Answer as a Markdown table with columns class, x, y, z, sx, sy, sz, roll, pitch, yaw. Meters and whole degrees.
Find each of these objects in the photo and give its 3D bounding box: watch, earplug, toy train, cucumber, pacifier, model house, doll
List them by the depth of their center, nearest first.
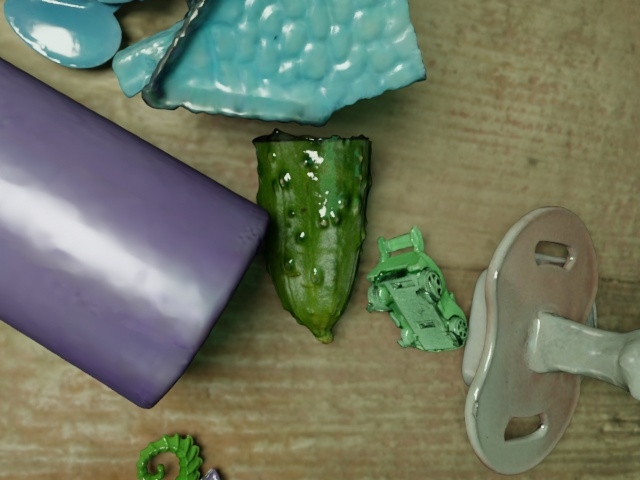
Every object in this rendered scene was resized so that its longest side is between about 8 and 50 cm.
| class | x | y | z | sx | sy | sz | roll | pitch | yaw |
| --- | --- | --- | --- | --- | --- | --- | --- | --- | --- |
| watch | -0.241 | -0.272 | 0.434 | 0.210 | 0.193 | 0.211 | -3 | 99 | -18 |
| earplug | -0.284 | -0.052 | 0.443 | 0.455 | 0.215 | 0.215 | 33 | 85 | -12 |
| model house | -0.071 | -0.230 | 0.460 | 0.240 | 0.261 | 0.226 | -23 | 120 | 3 |
| cucumber | -0.004 | 0.000 | 0.567 | 0.134 | 0.134 | 0.245 | -5 | 100 | -15 |
| doll | -0.169 | 0.311 | 0.575 | 0.115 | 0.050 | 0.191 | 5 | 91 | -23 |
| pacifier | 0.280 | 0.126 | 0.604 | 0.220 | 0.273 | 0.333 | 9 | 91 | 0 |
| toy train | 0.120 | 0.067 | 0.620 | 0.149 | 0.099 | 0.081 | 51 | 46 | -19 |
